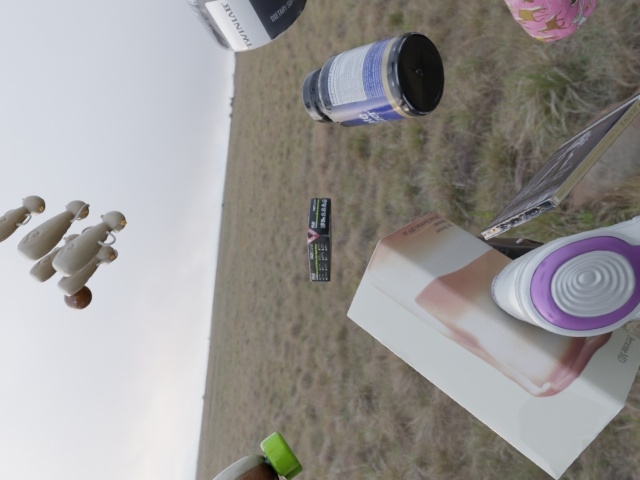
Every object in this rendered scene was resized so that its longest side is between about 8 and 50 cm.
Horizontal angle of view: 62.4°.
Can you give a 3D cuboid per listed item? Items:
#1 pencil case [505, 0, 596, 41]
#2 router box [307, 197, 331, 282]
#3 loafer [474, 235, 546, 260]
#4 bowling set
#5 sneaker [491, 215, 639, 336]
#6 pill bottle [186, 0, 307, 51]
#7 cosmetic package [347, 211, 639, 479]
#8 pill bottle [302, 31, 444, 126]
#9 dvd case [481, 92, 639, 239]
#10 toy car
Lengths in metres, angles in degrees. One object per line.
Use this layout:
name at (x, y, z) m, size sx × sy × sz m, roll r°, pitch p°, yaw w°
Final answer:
pencil case at (0.391, -0.491, 0.937) m, size 0.160 × 0.386 × 0.167 m, roll -22°, pitch 80°, yaw 32°
router box at (0.000, 0.000, 0.926) m, size 0.122 × 0.038 × 0.092 m, roll 88°, pitch -175°, yaw -46°
loafer at (0.407, 0.043, 1.096) m, size 0.134 × 0.366 × 0.130 m, roll -70°, pitch 26°, yaw 16°
bowling set at (-0.494, 0.024, 1.054) m, size 0.154 × 0.287 × 0.200 m, roll -53°, pitch -31°, yaw -34°
sneaker at (0.319, 0.020, 0.531) m, size 0.152 × 0.305 × 0.114 m, roll 130°, pitch 132°, yaw -81°
pill bottle at (-0.116, -0.325, 0.529) m, size 0.246 × 0.130 × 0.130 m, roll 52°, pitch -149°, yaw -53°
cosmetic package at (0.201, 0.105, 0.634) m, size 0.153 × 0.296 × 0.129 m, roll -25°, pitch -37°, yaw -49°
pill bottle at (0.075, -0.248, 0.846) m, size 0.219 × 0.123 × 0.123 m, roll 4°, pitch 87°, yaw 48°
dvd case at (0.324, -0.095, 0.708) m, size 0.221 × 0.018 × 0.164 m, roll -44°, pitch -2°, yaw -18°
toy car at (-0.061, 0.374, 0.669) m, size 0.188 × 0.155 × 0.149 m, roll 50°, pitch 165°, yaw 24°
